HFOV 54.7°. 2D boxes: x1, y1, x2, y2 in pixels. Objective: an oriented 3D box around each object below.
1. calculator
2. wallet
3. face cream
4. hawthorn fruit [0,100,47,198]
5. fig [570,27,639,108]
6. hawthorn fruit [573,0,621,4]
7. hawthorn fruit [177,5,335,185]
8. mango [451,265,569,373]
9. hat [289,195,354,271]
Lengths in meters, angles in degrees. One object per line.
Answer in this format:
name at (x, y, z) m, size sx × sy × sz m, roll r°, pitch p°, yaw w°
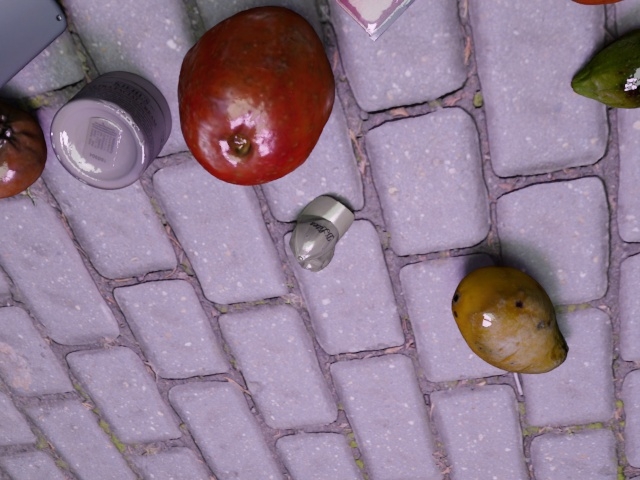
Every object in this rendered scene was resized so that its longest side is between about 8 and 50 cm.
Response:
calculator at (-0.532, -0.343, 1.025) m, size 0.246 × 0.045 × 0.141 m, roll -46°, pitch 152°, yaw -7°
wallet at (0.126, -0.440, 0.974) m, size 0.119 × 0.025 × 0.232 m, roll 39°, pitch 120°, yaw -19°
face cream at (-0.376, -0.199, 1.124) m, size 0.177 × 0.153 × 0.177 m, roll 3°, pitch 123°, yaw 4°
hawthorn fruit at (-0.643, -0.157, 1.177) m, size 0.199 × 0.199 × 0.251 m, roll 42°, pitch 133°, yaw -19°
fig at (0.490, -0.272, 1.006) m, size 0.123 × 0.123 × 0.156 m, roll 51°, pitch 154°, yaw -24°
hawthorn fruit at (0.387, -0.421, 0.857) m, size 0.299 × 0.211 × 0.211 m, roll -22°, pitch 119°, yaw 36°
hawthorn fruit at (-0.103, -0.228, 1.015) m, size 0.284 × 0.284 × 0.284 m, roll 3°, pitch 124°, yaw 5°
mango at (0.392, 0.174, 1.280) m, size 0.176 × 0.176 × 0.329 m, roll -3°, pitch 145°, yaw 35°
hat at (0.003, -0.006, 1.256) m, size 0.122 × 0.081 × 0.166 m, roll 38°, pitch 110°, yaw -20°
